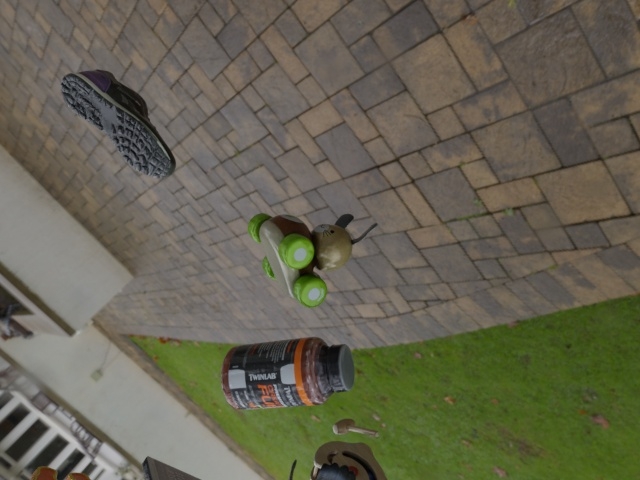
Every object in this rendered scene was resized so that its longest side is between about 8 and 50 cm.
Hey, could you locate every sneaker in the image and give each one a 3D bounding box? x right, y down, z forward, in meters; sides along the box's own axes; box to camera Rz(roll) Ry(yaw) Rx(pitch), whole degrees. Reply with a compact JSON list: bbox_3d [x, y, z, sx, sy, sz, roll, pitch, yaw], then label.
[{"bbox_3d":[-0.395,-0.261,1.051,0.283,0.124,0.107,45,128,-3],"label":"sneaker"}]

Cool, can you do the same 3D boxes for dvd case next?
[{"bbox_3d":[-0.280,0.565,1.102,0.238,0.029,0.179,34,163,-18],"label":"dvd case"}]

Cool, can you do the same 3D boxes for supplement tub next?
[{"bbox_3d":[-0.049,0.208,0.780,0.198,0.106,0.106,-11,127,21],"label":"supplement tub"}]

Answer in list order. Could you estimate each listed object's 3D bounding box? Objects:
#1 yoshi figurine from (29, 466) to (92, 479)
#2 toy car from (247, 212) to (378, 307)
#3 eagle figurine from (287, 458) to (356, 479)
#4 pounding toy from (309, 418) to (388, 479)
[{"bbox_3d":[-0.679,0.748,1.162,0.203,0.362,0.203,21,169,11],"label":"yoshi figurine"},{"bbox_3d":[0.000,0.000,0.841,0.155,0.188,0.149,30,143,55],"label":"toy car"},{"bbox_3d":[-0.070,0.586,0.987,0.226,0.298,0.225,35,122,30],"label":"eagle figurine"},{"bbox_3d":[0.069,0.542,1.192,0.269,0.154,0.155,-130,44,-52],"label":"pounding toy"}]
